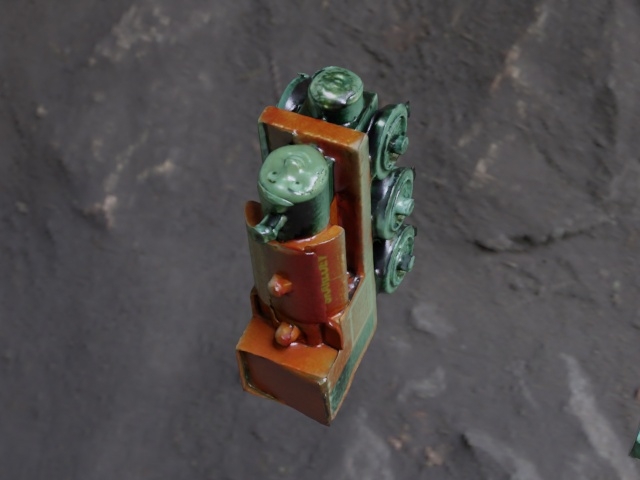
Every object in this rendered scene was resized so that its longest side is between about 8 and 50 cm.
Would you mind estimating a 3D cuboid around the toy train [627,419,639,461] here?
[{"bbox_3d":[0.130,0.054,0.384,0.092,0.029,0.045,21,73,11],"label":"toy train"}]

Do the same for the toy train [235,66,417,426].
[{"bbox_3d":[0.000,0.000,0.707,0.074,0.176,0.118,18,56,16],"label":"toy train"}]
